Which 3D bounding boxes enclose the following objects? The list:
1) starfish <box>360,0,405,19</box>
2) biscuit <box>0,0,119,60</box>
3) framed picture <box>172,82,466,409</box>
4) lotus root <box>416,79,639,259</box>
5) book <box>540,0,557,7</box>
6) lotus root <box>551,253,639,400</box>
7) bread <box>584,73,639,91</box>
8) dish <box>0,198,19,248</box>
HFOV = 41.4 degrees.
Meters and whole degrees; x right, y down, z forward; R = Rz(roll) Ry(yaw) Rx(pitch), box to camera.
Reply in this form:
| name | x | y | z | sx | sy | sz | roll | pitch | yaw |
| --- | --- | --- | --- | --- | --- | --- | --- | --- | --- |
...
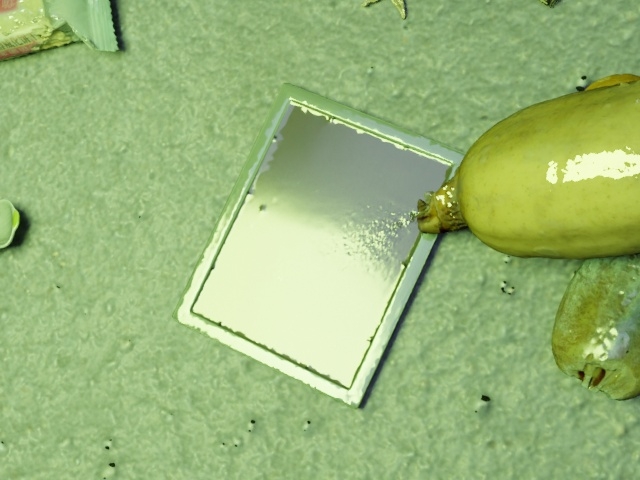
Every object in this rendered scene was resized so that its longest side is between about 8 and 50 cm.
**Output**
| name | x | y | z | sx | sy | sz | roll | pitch | yaw |
| --- | --- | --- | --- | --- | --- | --- | --- | --- | --- |
| starfish | 0.086 | -0.296 | 0.954 | 0.092 | 0.016 | 0.086 | 18 | 85 | 19 |
| biscuit | -0.399 | -0.288 | 1.013 | 0.309 | 0.079 | 0.185 | -9 | 80 | 10 |
| framed picture | 0.000 | 0.000 | 0.916 | 0.232 | 0.019 | 0.296 | 25 | 86 | 14 |
| lotus root | 0.241 | -0.064 | 0.784 | 0.343 | 0.169 | 0.151 | -7 | 110 | 33 |
| book | 0.214 | -0.383 | 0.940 | 0.231 | 0.026 | 0.157 | 40 | 89 | 15 |
| lotus root | 0.296 | 0.058 | 0.815 | 0.113 | 0.088 | 0.192 | 24 | 78 | 20 |
| bread | 0.304 | -0.130 | 0.867 | 0.081 | 0.046 | 0.083 | 22 | 84 | 11 |
| dish | -0.405 | -0.009 | 0.984 | 0.137 | 0.039 | 0.091 | -8 | 74 | 9 |
